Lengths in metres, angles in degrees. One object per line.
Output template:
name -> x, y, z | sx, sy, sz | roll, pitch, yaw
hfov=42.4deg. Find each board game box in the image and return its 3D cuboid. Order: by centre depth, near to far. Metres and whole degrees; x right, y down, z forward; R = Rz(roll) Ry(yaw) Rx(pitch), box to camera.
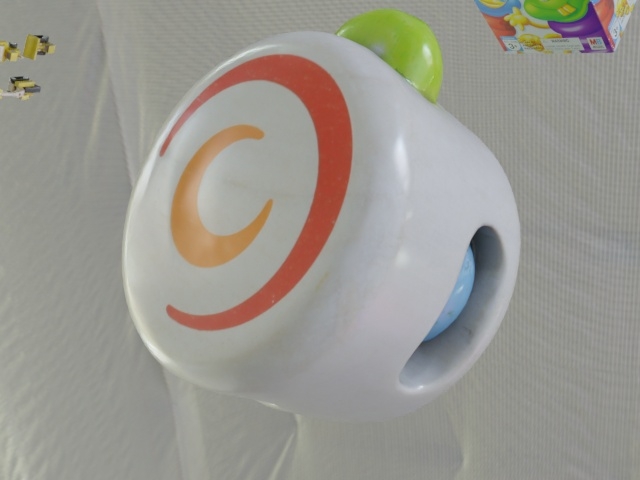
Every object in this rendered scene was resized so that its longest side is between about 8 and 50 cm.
board game box -> 0.227, -0.340, 0.875 | 0.144, 0.142, 0.275 | 11, -23, 43

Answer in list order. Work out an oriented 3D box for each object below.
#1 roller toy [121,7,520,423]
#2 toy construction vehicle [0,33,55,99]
roller toy -> 0.000, 0.000, 0.453 | 0.209, 0.146, 0.191 | -25, -123, 31
toy construction vehicle -> -0.395, -0.230, 1.101 | 0.035, 0.098, 0.085 | 26, -70, 14
